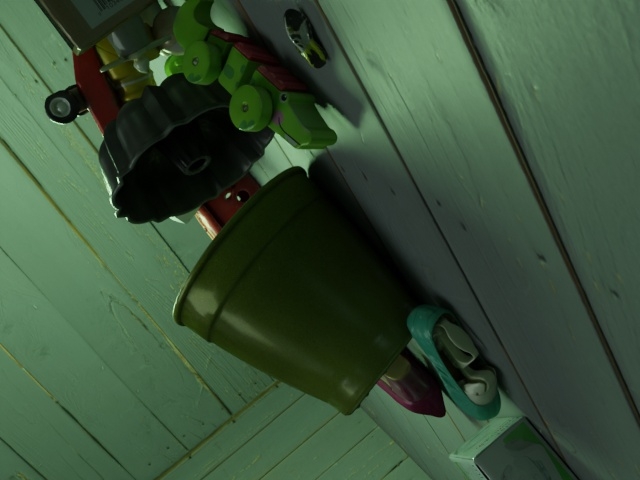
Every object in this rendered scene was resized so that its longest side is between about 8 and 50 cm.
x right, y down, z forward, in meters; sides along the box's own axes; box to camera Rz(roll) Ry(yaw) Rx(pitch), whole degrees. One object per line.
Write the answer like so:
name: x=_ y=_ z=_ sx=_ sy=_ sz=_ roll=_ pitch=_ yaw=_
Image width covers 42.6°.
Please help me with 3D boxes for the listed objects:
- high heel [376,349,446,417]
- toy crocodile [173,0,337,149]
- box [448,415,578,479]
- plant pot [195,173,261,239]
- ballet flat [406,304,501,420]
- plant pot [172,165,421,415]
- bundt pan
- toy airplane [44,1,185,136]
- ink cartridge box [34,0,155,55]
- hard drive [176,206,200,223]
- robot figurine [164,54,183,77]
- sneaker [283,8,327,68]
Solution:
high heel: x=0.147 y=0.290 z=1.931 sx=0.181 sy=0.127 sz=0.377 roll=50 pitch=177 yaw=-31
toy crocodile: x=-0.101 y=-0.242 z=1.211 sx=0.115 sy=0.105 sz=0.340 roll=-3 pitch=-141 yaw=-48
box: x=0.371 y=0.453 z=1.454 sx=0.262 sy=0.127 sz=0.231 roll=50 pitch=169 yaw=10
plant pot: x=-0.233 y=-0.081 z=2.163 sx=0.191 sy=0.174 sz=0.191 roll=52 pitch=171 yaw=12
ballet flat: x=0.235 y=0.207 z=1.343 sx=0.247 sy=0.083 sz=0.087 roll=52 pitch=156 yaw=-14
plant pot: x=-0.011 y=0.117 z=1.478 sx=0.353 sy=0.366 sz=0.366 roll=39 pitch=168 yaw=10
bundt pan: x=-0.246 y=-0.177 z=1.439 sx=0.124 sy=0.331 sz=0.331 roll=55 pitch=171 yaw=15
toy airplane: x=-0.350 y=-0.397 z=1.454 sx=0.384 sy=0.273 sz=0.386 roll=93 pitch=175 yaw=-60
ink cartridge box: x=-0.296 y=-0.399 z=1.117 sx=0.193 sy=0.235 sz=0.088 roll=54 pitch=170 yaw=-17
hard drive: x=-0.299 y=-0.151 z=2.036 sx=0.047 sy=0.233 sz=0.353 roll=35 pitch=174 yaw=-13
robot figurine: x=-0.289 y=-0.360 z=1.712 sx=0.115 sy=0.067 sz=0.101 roll=-152 pitch=43 yaw=-69
sneaker: x=-0.025 y=-0.249 z=1.014 sx=0.083 sy=0.031 sz=0.035 roll=58 pitch=169 yaw=-32
